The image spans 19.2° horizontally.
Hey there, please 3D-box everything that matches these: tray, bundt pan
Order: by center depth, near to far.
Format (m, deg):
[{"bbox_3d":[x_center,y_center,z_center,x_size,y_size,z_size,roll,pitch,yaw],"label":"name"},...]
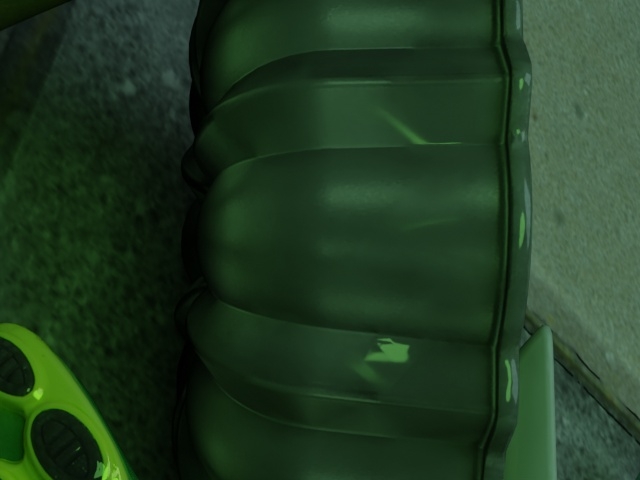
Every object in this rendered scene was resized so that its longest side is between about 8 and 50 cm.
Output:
[{"bbox_3d":[0.000,0.000,0.835,0.124,0.331,0.331,3,58,-6],"label":"bundt pan"},{"bbox_3d":[0.065,0.166,0.880,0.030,0.270,0.145,8,54,-4],"label":"tray"}]

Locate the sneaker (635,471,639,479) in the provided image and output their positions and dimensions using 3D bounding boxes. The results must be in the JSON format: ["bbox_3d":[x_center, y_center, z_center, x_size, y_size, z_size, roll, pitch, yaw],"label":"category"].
[{"bbox_3d":[0.285,0.280,1.171,0.208,0.127,0.319,15,67,-46],"label":"sneaker"}]

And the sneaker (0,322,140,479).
[{"bbox_3d":[-0.081,0.174,0.781,0.295,0.109,0.123,61,5,2],"label":"sneaker"}]

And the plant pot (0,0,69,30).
[{"bbox_3d":[-0.147,-0.188,0.758,0.276,0.254,0.276,31,46,-38],"label":"plant pot"}]
